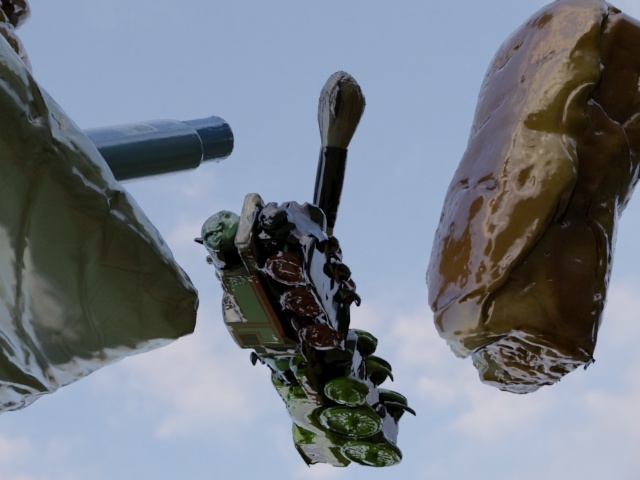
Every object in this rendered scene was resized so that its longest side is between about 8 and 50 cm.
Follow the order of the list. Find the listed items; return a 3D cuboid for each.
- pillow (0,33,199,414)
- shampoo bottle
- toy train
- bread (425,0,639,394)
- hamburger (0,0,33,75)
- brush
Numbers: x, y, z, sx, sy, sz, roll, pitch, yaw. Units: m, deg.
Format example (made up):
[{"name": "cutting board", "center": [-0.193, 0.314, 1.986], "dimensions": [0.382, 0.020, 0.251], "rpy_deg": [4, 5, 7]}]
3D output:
[{"name": "pillow", "center": [-0.210, -0.036, 0.650], "dimensions": [0.281, 0.274, 0.076], "rpy_deg": [51, -130, -12]}, {"name": "shampoo bottle", "center": [-0.199, -0.093, 1.420], "dimensions": [0.258, 0.103, 0.061], "rpy_deg": [-14, -72, -44]}, {"name": "toy train", "center": [-0.006, 0.060, 0.780], "dimensions": [0.085, 0.053, 0.250], "rpy_deg": [0, -35, 17]}, {"name": "bread", "center": [0.190, -0.045, 1.174], "dimensions": [0.148, 0.344, 0.195], "rpy_deg": [23, -24, -4]}, {"name": "hamburger", "center": [-0.417, -0.189, 1.381], "dimensions": [0.243, 0.286, 0.146], "rpy_deg": [-4, -100, -14]}, {"name": "brush", "center": [0.000, 0.000, 1.179], "dimensions": [0.039, 0.042, 0.299], "rpy_deg": [8, -89, -38]}]
